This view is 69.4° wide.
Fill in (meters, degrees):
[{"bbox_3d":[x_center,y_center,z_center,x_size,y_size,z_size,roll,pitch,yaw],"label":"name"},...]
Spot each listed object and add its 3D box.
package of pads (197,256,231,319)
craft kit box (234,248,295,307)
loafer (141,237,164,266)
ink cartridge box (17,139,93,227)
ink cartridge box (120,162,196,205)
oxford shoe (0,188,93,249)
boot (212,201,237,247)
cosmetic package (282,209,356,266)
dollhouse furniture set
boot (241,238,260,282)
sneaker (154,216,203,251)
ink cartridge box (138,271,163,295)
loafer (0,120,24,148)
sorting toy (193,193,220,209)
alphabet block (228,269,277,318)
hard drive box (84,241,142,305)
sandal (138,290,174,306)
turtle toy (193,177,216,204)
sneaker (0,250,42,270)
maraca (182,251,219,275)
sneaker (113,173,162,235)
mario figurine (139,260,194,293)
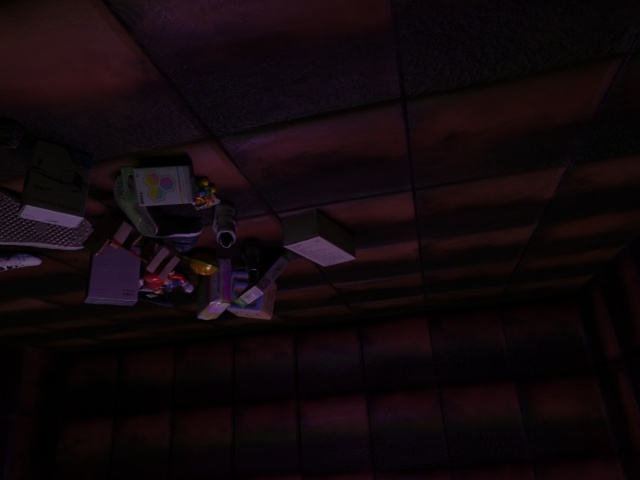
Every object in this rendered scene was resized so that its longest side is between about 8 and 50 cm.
[{"bbox_3d":[-0.491,0.230,2.133,0.101,0.229,0.296,7,156,-25],"label":"package of pads"},{"bbox_3d":[-0.247,0.167,2.035,0.061,0.246,0.250,47,144,-6],"label":"craft kit box"},{"bbox_3d":[-0.681,0.059,1.876,0.078,0.076,0.223,13,150,-20],"label":"loafer"},{"bbox_3d":[-0.690,-0.146,1.211,0.140,0.190,0.082,15,151,-40],"label":"ink cartridge box"},{"bbox_3d":[-0.467,-0.159,1.314,0.210,0.108,0.062,-3,-163,-2],"label":"ink cartridge box"},{"bbox_3d":[-0.955,-0.062,1.441,0.450,0.169,0.130,17,172,-43],"label":"oxford shoe"},{"bbox_3d":[-0.345,-0.029,1.653,0.095,0.123,0.258,-1,158,-8],"label":"boot"},{"bbox_3d":[0.000,0.000,1.806,0.160,0.113,0.309,-15,155,25],"label":"cosmetic package"},{"bbox_3d":[-0.651,0.023,1.542,0.262,0.135,0.259,27,165,22],"label":"dollhouse furniture set"},{"bbox_3d":[-0.293,0.106,1.947,0.084,0.161,0.246,-1,158,-8],"label":"boot"},{"bbox_3d":[-0.556,-0.020,1.691,0.226,0.086,0.163,5,155,-21],"label":"sneaker"},{"bbox_3d":[-0.886,0.212,2.194,0.160,0.092,0.219,-19,153,31],"label":"ink cartridge box"},{"bbox_3d":[-0.807,-0.247,1.112,0.170,0.061,0.062,-5,159,5],"label":"loafer"},{"bbox_3d":[-0.372,-0.127,1.534,0.083,0.044,0.075,-16,175,26],"label":"sorting toy"},{"bbox_3d":[-0.338,0.268,2.267,0.193,0.193,0.197,5,160,13],"label":"alphabet block"},{"bbox_3d":[-0.814,0.131,1.822,0.181,0.232,0.089,10,154,-30],"label":"hard drive box"},{"bbox_3d":[-0.780,0.245,2.068,0.255,0.054,0.097,16,164,-3],"label":"sandal"},{"bbox_3d":[-0.384,-0.152,1.419,0.095,0.066,0.130,-9,158,11],"label":"turtle toy"},{"bbox_3d":[-1.243,0.089,1.838,0.237,0.086,0.085,2,156,-18],"label":"sneaker"},{"bbox_3d":[-0.510,0.094,1.977,0.186,0.099,0.127,11,162,38],"label":"maraca"},{"bbox_3d":[-0.565,-0.130,1.439,0.083,0.118,0.222,-10,129,2],"label":"sneaker"},{"bbox_3d":[-0.706,0.200,2.084,0.198,0.170,0.320,-35,164,-3],"label":"mario figurine"}]
